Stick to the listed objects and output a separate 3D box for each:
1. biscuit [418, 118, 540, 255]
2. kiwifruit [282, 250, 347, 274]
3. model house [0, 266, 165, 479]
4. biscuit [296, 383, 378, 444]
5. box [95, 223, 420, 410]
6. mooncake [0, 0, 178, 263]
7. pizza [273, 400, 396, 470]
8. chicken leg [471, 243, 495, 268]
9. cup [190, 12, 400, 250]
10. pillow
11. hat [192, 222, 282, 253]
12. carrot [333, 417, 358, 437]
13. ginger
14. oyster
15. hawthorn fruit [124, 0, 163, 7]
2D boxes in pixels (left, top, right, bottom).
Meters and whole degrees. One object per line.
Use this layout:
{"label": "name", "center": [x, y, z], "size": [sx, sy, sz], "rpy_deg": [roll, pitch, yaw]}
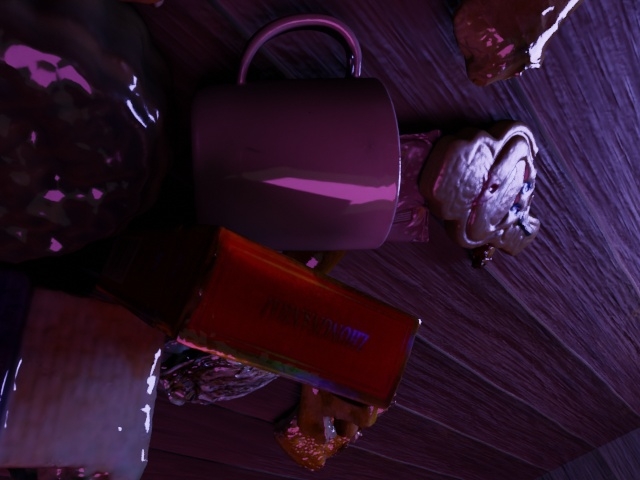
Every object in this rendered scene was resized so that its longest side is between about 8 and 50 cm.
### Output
{"label": "biscuit", "center": [0.257, -0.063, 0.757], "size": [0.183, 0.047, 0.320], "rpy_deg": [-48, 136, -1]}
{"label": "kiwifruit", "center": [0.000, 0.000, 0.696], "size": [0.124, 0.075, 0.075], "rpy_deg": [-50, 137, -12]}
{"label": "model house", "center": [-0.386, 0.157, 0.587], "size": [0.312, 0.245, 0.280], "rpy_deg": [-11, 156, 38]}
{"label": "biscuit", "center": [0.026, 0.346, 1.033], "size": [0.039, 0.174, 0.184], "rpy_deg": [-29, 136, -50]}
{"label": "box", "center": [-0.084, 0.058, 0.507], "size": [0.197, 0.313, 0.089], "rpy_deg": [28, 78, -30]}
{"label": "mooncake", "center": [-0.278, -0.112, 0.478], "size": [0.290, 0.161, 0.291], "rpy_deg": [-11, 138, -10]}
{"label": "pizza", "center": [0.033, 0.400, 1.168], "size": [0.297, 0.071, 0.189], "rpy_deg": [-40, 116, 15]}
{"label": "chicken leg", "center": [0.287, -0.003, 0.877], "size": [0.062, 0.037, 0.145], "rpy_deg": [-28, 142, -23]}
{"label": "cup", "center": [-0.037, -0.111, 0.561], "size": [0.200, 0.191, 0.253], "rpy_deg": [-2, 113, -13]}
{"label": "pillow", "center": [0.103, -0.066, 0.705], "size": [0.118, 0.043, 0.185], "rpy_deg": [-9, 128, -12]}
{"label": "hat", "center": [-0.150, 0.055, 0.764], "size": [0.214, 0.149, 0.244], "rpy_deg": [4, 169, -30]}
{"label": "carrot", "center": [0.065, 0.296, 1.049], "size": [0.067, 0.067, 0.225], "rpy_deg": [0, 116, -19]}
{"label": "ginger", "center": [0.250, -0.297, 0.543], "size": [0.131, 0.086, 0.295], "rpy_deg": [26, 113, -27]}
{"label": "oyster", "center": [-0.152, 0.197, 0.857], "size": [0.198, 0.112, 0.268], "rpy_deg": [-22, 153, 11]}
{"label": "hawthorn fruit", "center": [-0.116, -0.293, 0.324], "size": [0.210, 0.211, 0.263], "rpy_deg": [-14, 130, -5]}
